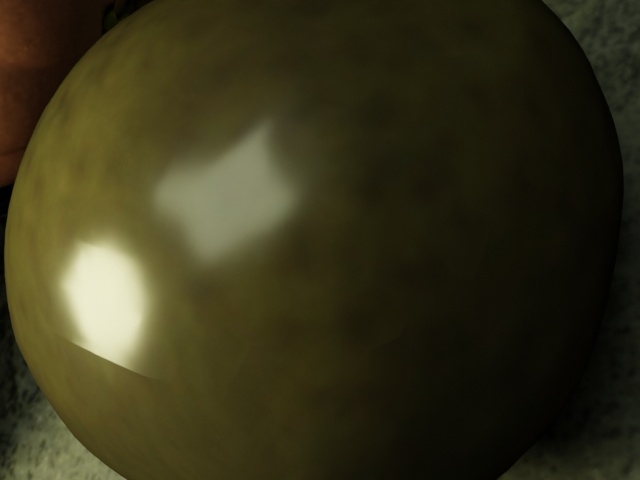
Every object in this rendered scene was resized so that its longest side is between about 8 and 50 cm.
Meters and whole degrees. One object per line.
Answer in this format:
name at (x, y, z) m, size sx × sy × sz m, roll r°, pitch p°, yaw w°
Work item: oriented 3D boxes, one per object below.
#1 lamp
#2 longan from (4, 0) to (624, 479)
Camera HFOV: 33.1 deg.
lamp at (-0.227, -0.175, 0.794) m, size 0.240 × 0.305 × 0.305 m, roll 17°, pitch 75°, yaw -12°
longan at (0.000, 0.000, 0.557) m, size 0.319 × 0.319 × 0.318 m, roll -11°, pitch 65°, yaw 26°
